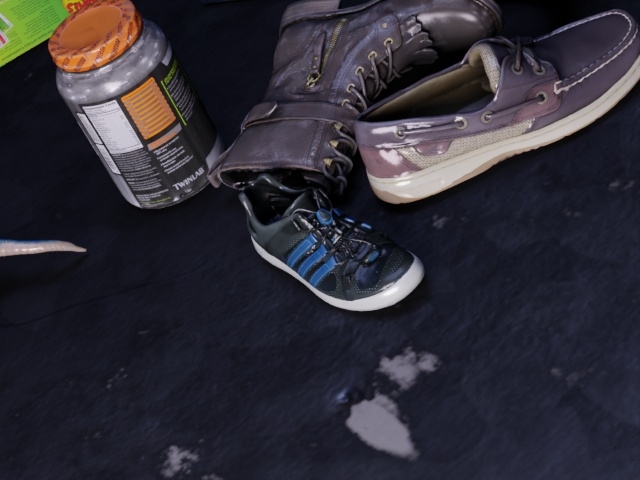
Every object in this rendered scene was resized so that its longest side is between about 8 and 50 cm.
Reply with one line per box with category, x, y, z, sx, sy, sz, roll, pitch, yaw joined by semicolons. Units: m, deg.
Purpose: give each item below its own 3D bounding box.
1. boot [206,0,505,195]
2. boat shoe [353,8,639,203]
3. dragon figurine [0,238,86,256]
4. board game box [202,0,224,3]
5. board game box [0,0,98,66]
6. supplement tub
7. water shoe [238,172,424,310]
boot;0.037;-0.133;1.573;0.263;0.091;0.229;-5;49;28
boat shoe;0.161;-0.134;1.473;0.285;0.092;0.103;-27;37;1
dragon figurine;-0.383;0.015;1.642;0.289;0.085;0.144;-26;37;5
board game box;-0.030;-0.371;1.911;0.165;0.042;0.243;-3;44;30
board game box;-0.352;-0.280;1.963;0.181;0.092;0.043;-31;38;-5
supplement tub;-0.179;-0.134;1.603;0.117;0.190;0.117;-17;38;14
water shoe;0.000;0.000;1.426;0.203;0.080;0.073;19;58;44
